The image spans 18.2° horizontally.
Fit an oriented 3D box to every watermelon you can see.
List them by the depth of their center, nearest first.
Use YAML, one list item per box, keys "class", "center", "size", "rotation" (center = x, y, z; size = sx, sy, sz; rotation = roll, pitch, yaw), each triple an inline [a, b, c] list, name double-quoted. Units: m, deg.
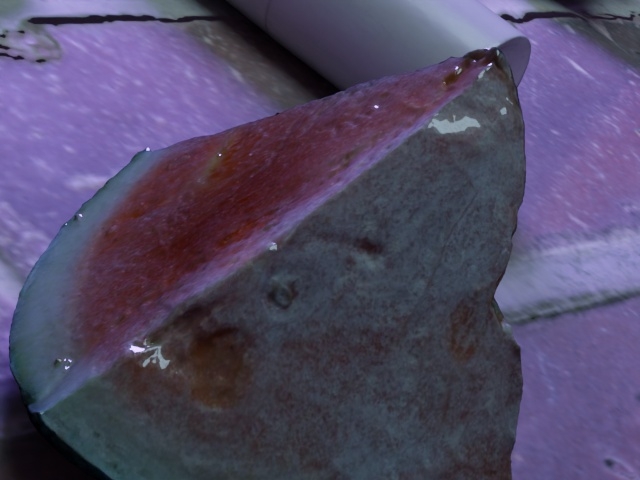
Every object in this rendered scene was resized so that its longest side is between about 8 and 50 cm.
- class: "watermelon"
  center: [-0.005, 0.019, 0.742]
  size: [0.207, 0.202, 0.136]
  rotation: [-112, 175, -50]

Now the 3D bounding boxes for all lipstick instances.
- class: "lipstick"
  center: [-0.031, -0.173, 1.137]
  size: [0.327, 0.087, 0.087]
  rotation: [40, 26, 19]
